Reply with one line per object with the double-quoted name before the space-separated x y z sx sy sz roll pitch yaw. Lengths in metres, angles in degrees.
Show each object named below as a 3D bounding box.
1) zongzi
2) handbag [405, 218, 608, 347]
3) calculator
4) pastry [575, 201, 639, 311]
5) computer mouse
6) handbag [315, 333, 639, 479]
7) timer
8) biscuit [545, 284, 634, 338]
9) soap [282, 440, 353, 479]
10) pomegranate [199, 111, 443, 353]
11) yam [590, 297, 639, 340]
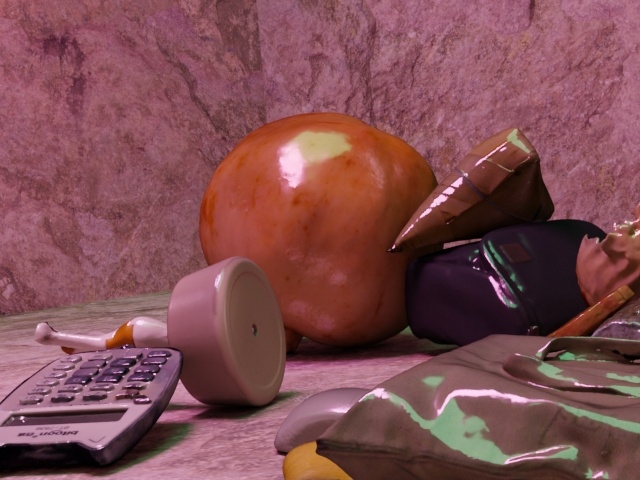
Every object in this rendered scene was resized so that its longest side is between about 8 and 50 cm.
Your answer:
"zongzi" 0.226 -0.026 1.638 0.256 0.115 0.228 -43 -30 -1
"handbag" 0.305 0.062 1.562 0.302 0.177 0.275 -6 1 -29
"calculator" -0.237 0.161 1.133 0.177 0.040 0.268 -3 20 12
"pastry" 0.428 0.068 1.277 0.256 0.170 0.236 -1 -39 -2
"computer mouse" 0.038 0.163 1.009 0.182 0.056 0.089 -3 7 34
"handbag" 0.185 0.129 0.816 0.253 0.109 0.316 2 4 32
"timer" -0.195 0.126 1.331 0.266 0.175 0.175 -11 -1 20
"biscuit" 0.258 0.112 1.214 0.184 0.027 0.133 -35 -11 -2
"soap" 0.011 0.178 0.856 0.089 0.033 0.168 -7 1 5
"pomegranate" 0.000 0.000 1.753 0.412 0.411 0.411 -5 1 0
"yam" 0.317 0.112 1.080 0.107 0.107 0.194 -4 3 27
